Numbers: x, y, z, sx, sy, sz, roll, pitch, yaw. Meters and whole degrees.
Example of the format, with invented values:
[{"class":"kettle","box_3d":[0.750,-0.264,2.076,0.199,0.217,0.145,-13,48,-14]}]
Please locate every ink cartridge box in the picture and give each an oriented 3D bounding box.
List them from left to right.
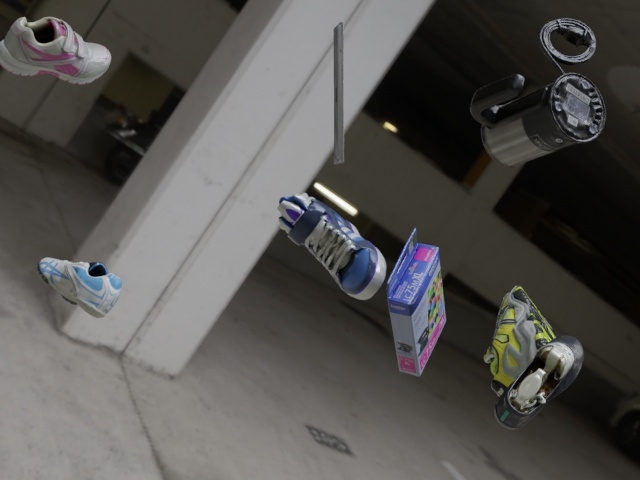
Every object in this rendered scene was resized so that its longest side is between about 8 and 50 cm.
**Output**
[{"class":"ink cartridge box","box_3d":[0.223,0.145,1.895,0.065,0.186,0.311,11,-42,27]}]

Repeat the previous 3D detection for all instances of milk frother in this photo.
[{"class":"milk frother","box_3d":[0.272,-0.180,1.018,0.129,0.143,0.134,45,-24,-14]}]

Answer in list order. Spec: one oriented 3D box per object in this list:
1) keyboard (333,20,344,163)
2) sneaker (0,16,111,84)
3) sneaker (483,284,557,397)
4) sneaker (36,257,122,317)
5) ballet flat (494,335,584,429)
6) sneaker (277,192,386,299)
[{"class":"keyboard","box_3d":[0.034,-0.270,1.531,0.014,0.256,0.072,0,3,-5]},{"class":"sneaker","box_3d":[-0.546,-0.404,1.740,0.252,0.111,0.103,-8,58,-47]},{"class":"sneaker","box_3d":[0.402,0.205,1.716,0.145,0.147,0.385,51,15,-3]},{"class":"sneaker","box_3d":[-0.427,0.070,1.471,0.237,0.086,0.085,19,-25,45]},{"class":"ballet flat","box_3d":[0.343,0.207,1.265,0.074,0.203,0.074,39,-27,24]},{"class":"sneaker","box_3d":[0.000,-0.001,1.906,0.236,0.130,0.323,29,15,-27]}]
